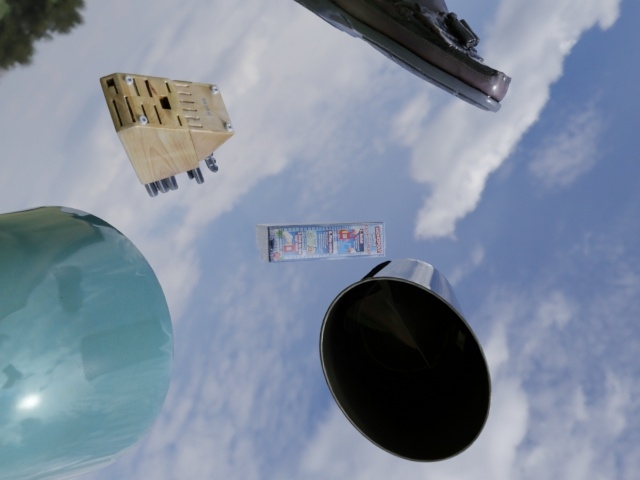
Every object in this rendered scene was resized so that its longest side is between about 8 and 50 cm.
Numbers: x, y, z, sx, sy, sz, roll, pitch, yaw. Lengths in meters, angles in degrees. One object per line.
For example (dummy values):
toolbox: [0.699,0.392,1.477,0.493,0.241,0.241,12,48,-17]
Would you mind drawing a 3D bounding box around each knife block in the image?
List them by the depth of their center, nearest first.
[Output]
knife block: [-0.259,-0.143,1.479,0.242,0.276,0.088,-33,-110,37]

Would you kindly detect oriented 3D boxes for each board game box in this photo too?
board game box: [0.000,0.000,1.598,0.194,0.194,0.060,-167,-104,-81]

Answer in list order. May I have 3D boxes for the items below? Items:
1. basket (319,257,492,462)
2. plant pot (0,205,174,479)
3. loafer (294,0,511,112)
basket: [0.091,0.104,1.073,0.154,0.204,0.227,-31,-171,10]
plant pot: [-0.327,0.115,0.946,0.293,0.293,0.235,-48,167,16]
loafer: [0.081,-0.240,1.028,0.302,0.109,0.095,37,-78,29]
